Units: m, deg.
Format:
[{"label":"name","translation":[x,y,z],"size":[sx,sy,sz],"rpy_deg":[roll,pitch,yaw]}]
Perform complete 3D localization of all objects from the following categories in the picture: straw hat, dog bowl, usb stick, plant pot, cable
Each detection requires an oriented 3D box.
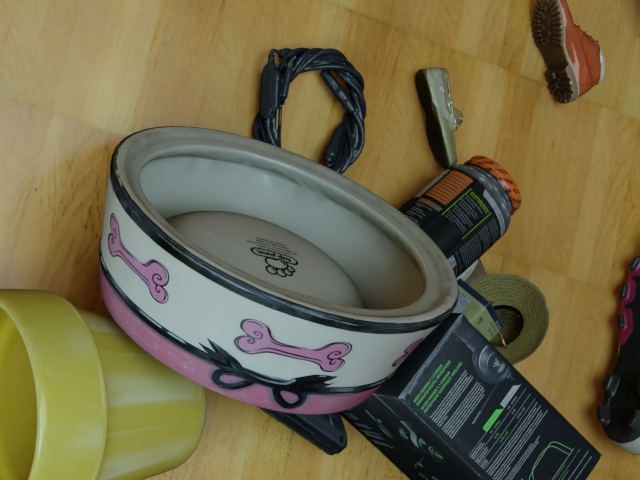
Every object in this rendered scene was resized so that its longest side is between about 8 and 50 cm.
[{"label":"straw hat","translation":[0.237,0.118,1.859],"size":[0.144,0.144,0.061],"rpy_deg":[-61,150,-15]},{"label":"dog bowl","translation":[-0.062,0.035,1.559],"size":[0.408,0.408,0.150],"rpy_deg":[15,114,-25]},{"label":"usb stick","translation":[-0.053,0.178,1.660],"size":[0.045,0.077,0.278],"rpy_deg":[-38,137,9]},{"label":"plant pot","translation":[-0.266,0.179,1.534],"size":[0.239,0.254,0.254],"rpy_deg":[3,87,-42]},{"label":"cable","translation":[-0.010,-0.150,1.771],"size":[0.150,0.047,0.184],"rpy_deg":[4,84,-31]}]

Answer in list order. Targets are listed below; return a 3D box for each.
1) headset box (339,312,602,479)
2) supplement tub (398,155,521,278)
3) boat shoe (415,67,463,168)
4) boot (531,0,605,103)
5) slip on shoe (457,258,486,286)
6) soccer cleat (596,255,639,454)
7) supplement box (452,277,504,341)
[{"label":"headset box","translation":[0.153,0.212,1.719],"size":[0.283,0.246,0.131],"rpy_deg":[44,71,-17]},{"label":"supplement tub","translation":[0.162,-0.018,1.803],"size":[0.190,0.117,0.117],"rpy_deg":[-40,105,-21]},{"label":"boat shoe","translation":[0.163,-0.162,1.846],"size":[0.045,0.050,0.135],"rpy_deg":[-14,94,-20]},{"label":"boot","translation":[0.344,-0.276,1.938],"size":[0.085,0.059,0.158],"rpy_deg":[-24,107,-28]},{"label":"slip on shoe","translation":[0.164,0.069,1.838],"size":[0.135,0.051,0.041],"rpy_deg":[-44,108,-25]},{"label":"soccer cleat","translation":[0.482,0.142,1.968],"size":[0.143,0.116,0.331],"rpy_deg":[27,79,-39]},{"label":"supplement box","translation":[0.179,0.108,1.800],"size":[0.083,0.056,0.083],"rpy_deg":[-46,148,-5]}]
